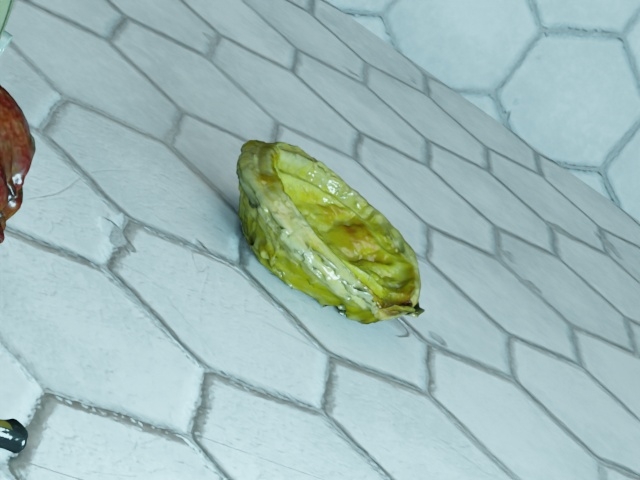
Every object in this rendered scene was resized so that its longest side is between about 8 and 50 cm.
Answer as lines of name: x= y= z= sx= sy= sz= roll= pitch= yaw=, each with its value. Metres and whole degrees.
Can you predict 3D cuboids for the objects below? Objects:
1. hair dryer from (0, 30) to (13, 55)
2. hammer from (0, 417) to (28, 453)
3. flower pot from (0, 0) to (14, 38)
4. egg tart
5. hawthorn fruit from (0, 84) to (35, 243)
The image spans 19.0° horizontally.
hair dryer: x=-0.413 y=-0.221 z=1.987 sx=0.155 sy=0.044 sz=0.183 roll=34 pitch=22 yaw=-7
hammer: x=-0.292 y=0.117 z=1.337 sx=0.201 sy=0.021 sz=0.078 roll=23 pitch=22 yaw=-36
flower pot: x=-0.429 y=-0.261 z=1.652 sx=0.244 sy=0.307 sz=0.307 roll=-6 pitch=43 yaw=-42
egg tart: x=0.000 y=0.000 z=2.126 sx=0.279 sy=0.095 sz=0.279 roll=37 pitch=19 yaw=-15
hawthorn fruit: x=-0.333 y=-0.056 z=1.488 sx=0.202 sy=0.185 sz=0.185 roll=17 pitch=19 yaw=-5
